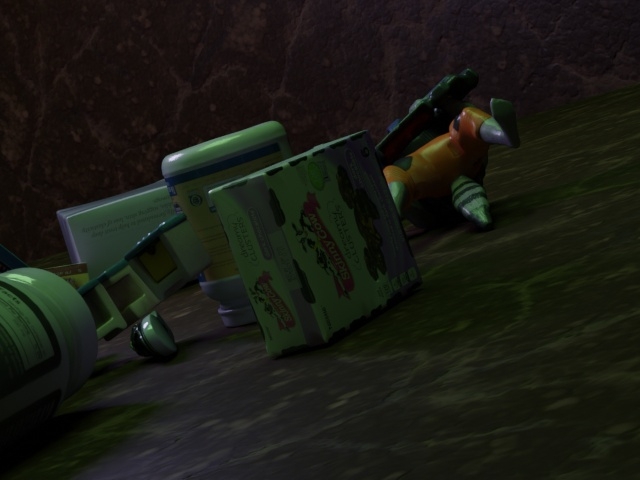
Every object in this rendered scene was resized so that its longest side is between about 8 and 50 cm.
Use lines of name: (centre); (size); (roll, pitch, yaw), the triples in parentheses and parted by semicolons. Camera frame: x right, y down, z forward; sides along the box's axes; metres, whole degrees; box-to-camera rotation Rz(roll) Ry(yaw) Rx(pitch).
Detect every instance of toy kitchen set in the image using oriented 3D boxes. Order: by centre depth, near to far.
toy kitchen set: (-0.248, 0.049, 1.720); (0.207, 0.122, 0.166); (-38, 2, -43)

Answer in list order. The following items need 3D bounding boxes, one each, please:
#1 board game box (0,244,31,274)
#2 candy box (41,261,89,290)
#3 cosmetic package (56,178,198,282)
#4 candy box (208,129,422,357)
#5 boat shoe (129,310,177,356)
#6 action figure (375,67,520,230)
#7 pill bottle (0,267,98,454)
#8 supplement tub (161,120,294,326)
board game box: (-0.463, 0.049, 1.826); (0.254, 0.079, 0.336); (-5, -29, 25)
candy box: (-0.395, 0.081, 2.343); (0.109, 0.053, 0.186); (-8, -12, -16)
cosmetic package: (-0.285, -0.001, 2.539); (0.217, 0.156, 0.385); (-18, 4, -12)
candy box: (0.000, 0.000, 1.529); (0.070, 0.164, 0.196); (-17, 6, 33)
boat shoe: (-0.182, 0.106, 1.740); (0.040, 0.049, 0.142); (-36, 4, -2)
action figure: (0.119, -0.053, 2.028); (0.341, 0.178, 0.330); (-45, -2, 2)
pill bottle: (-0.323, 0.120, 1.432); (0.161, 0.161, 0.283); (-16, 6, 23)
supplement tub: (-0.080, -0.018, 1.794); (0.144, 0.199, 0.144); (-18, 5, 2)
